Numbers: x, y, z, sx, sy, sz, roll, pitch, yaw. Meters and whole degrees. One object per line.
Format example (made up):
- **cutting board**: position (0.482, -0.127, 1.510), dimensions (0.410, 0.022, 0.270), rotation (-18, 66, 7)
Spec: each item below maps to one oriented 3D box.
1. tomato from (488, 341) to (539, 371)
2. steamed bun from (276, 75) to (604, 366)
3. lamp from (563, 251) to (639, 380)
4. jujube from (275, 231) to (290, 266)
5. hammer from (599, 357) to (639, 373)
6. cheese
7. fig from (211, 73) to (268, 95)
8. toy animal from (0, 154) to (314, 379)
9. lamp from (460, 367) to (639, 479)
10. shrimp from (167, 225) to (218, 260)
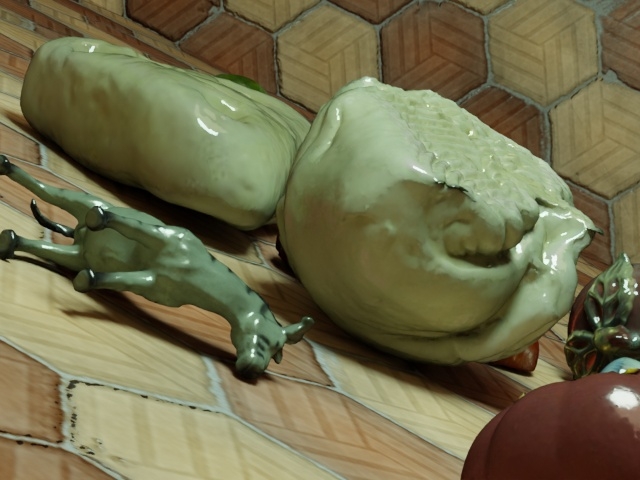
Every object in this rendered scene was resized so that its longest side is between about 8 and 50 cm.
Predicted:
- **tomato**: position (0.160, 0.072, 1.815), dimensions (0.155, 0.069, 0.155), rotation (25, 9, -4)
- **steamed bun**: position (0.083, -0.003, 1.582), dimensions (0.320, 0.206, 0.275), rotation (19, 25, -45)
- **lamp**: position (0.335, 0.104, 1.897), dimensions (0.215, 0.151, 0.223), rotation (14, -9, 43)
- **jujube**: position (0.000, 0.000, 1.762), dimensions (0.077, 0.077, 0.129), rotation (27, 14, 9)
- **hammer**: position (0.303, 0.168, 1.661), dimensions (0.116, 0.069, 0.194), rotation (28, 12, 5)
- **cheese**: position (-0.093, -0.084, 1.807), dimensions (0.351, 0.129, 0.328), rotation (18, 8, -34)
- **fig**: position (-0.125, -0.139, 2.149), dimensions (0.123, 0.123, 0.156), rotation (21, -3, -34)
- **toy animal**: position (-0.124, 0.017, 1.264), dimensions (0.217, 0.073, 0.176), rotation (26, 0, 42)
- **lamp**: position (0.168, 0.150, 1.018), dimensions (0.182, 0.140, 0.182), rotation (-2, -26, -1)
- **shrimp**: position (-0.113, 0.010, 1.511), dimensions (0.083, 0.023, 0.114), rotation (32, 6, 22)
